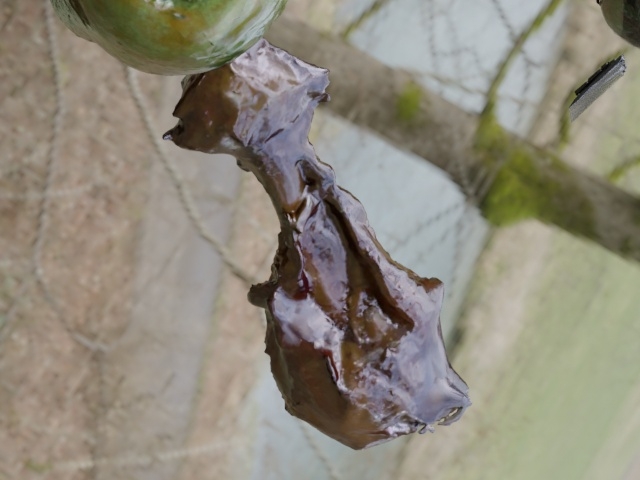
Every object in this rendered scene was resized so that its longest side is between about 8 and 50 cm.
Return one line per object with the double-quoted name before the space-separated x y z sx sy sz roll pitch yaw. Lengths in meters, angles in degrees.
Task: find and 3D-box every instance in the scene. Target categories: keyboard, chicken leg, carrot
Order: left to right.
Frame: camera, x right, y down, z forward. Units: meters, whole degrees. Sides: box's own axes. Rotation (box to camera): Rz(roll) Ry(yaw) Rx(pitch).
"carrot" -0.070 -0.102 0.633 0.074 0.074 0.358 -58 -167 -1
"chicken leg" 0.000 0.000 0.902 0.113 0.093 0.304 -20 130 2
"keyboard" 0.273 -0.152 1.636 0.074 0.015 0.196 -40 173 8

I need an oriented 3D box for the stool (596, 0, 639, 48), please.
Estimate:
"stool" 0.290 -0.174 1.107 0.228 0.153 0.139 -30 153 33
